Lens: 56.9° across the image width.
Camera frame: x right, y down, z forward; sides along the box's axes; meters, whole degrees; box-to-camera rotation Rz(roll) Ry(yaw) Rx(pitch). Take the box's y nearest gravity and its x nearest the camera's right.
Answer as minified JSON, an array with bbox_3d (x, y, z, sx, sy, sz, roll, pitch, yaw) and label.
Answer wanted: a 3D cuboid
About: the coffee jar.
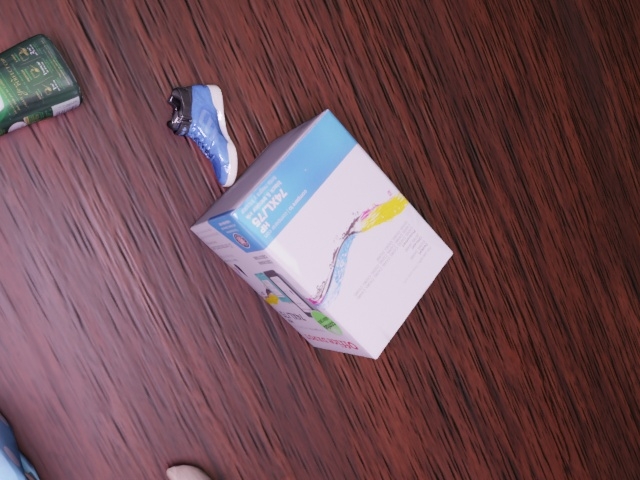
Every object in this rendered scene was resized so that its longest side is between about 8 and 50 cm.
[{"bbox_3d":[-0.396,-0.171,0.717,0.184,0.079,0.096,-34,104,-25],"label":"coffee jar"}]

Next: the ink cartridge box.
[{"bbox_3d":[0.000,0.000,0.834,0.270,0.198,0.197,46,68,-16],"label":"ink cartridge box"}]

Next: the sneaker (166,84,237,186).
[{"bbox_3d":[-0.173,-0.146,0.835,0.085,0.058,0.152,-10,87,-32],"label":"sneaker"}]

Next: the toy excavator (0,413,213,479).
[{"bbox_3d":[-0.361,0.326,0.655,0.433,0.222,0.445,-37,116,-24],"label":"toy excavator"}]
